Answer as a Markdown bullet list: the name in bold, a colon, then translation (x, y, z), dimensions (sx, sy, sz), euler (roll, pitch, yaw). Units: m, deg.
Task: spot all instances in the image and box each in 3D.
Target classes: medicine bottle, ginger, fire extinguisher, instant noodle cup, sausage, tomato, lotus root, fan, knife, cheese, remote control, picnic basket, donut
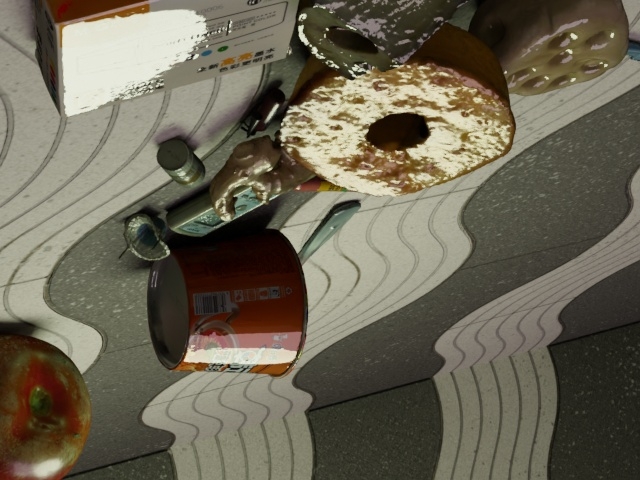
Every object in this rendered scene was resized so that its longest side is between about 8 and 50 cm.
- **medicine bottle**: translation (-0.187, -0.103, 1.998), dimensions (0.047, 0.047, 0.083), euler (-22, 163, 6)
- **ginger**: translation (-0.035, -0.119, 2.050), dimensions (0.258, 0.065, 0.149), euler (-26, 159, -23)
- **fire extinguisher**: translation (-0.080, -0.158, 1.955), dimensions (0.032, 0.046, 0.100), euler (26, 142, -11)
- **instant noodle cup**: translation (-0.157, 0.105, 2.385), dimensions (0.192, 0.250, 0.250), euler (-2, 156, -27)
- **sausage**: translation (0.026, -0.091, 2.311), dimensions (0.223, 0.029, 0.029), euler (-1, 155, -47)
- **tomato**: translation (-0.523, 0.293, 2.469), dimensions (0.222, 0.270, 0.270), euler (-21, 166, 39)
- **lotus root**: translation (0.098, -0.311, 1.496), dimensions (0.314, 0.142, 0.210), euler (-50, -162, -2)
- **fan**: translation (0.000, 0.000, 2.580), dimensions (0.057, 0.023, 0.282), euler (-21, 166, -29)
- **knife**: translation (0.496, -0.285, 2.276), dimensions (0.044, 0.019, 0.313), euler (-24, 165, 38)
- **cheese**: translation (0.293, -0.270, 1.913), dimensions (0.218, 0.117, 0.235), euler (-13, 159, -15)
- **remote control**: translation (-0.116, -0.070, 2.203), dimensions (0.233, 0.038, 0.098), euler (-26, 162, 22)
- **picnic basket**: translation (-0.259, 0.000, 2.190), dimensions (0.065, 0.083, 0.083), euler (-12, -148, 25)
- **donut**: translation (0.096, -0.172, 1.859), dimensions (0.303, 0.110, 0.303), euler (4, 150, 2)

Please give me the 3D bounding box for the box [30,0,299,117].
- **box**: translation (-0.159, -0.238, 1.533), dimensions (0.274, 0.091, 0.221), euler (-17, 162, -12)
